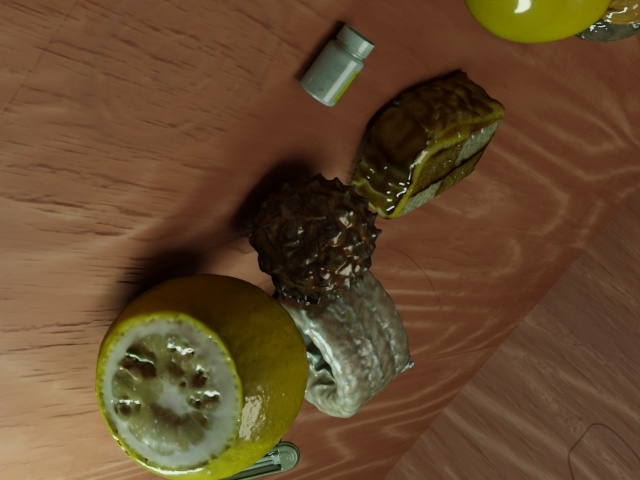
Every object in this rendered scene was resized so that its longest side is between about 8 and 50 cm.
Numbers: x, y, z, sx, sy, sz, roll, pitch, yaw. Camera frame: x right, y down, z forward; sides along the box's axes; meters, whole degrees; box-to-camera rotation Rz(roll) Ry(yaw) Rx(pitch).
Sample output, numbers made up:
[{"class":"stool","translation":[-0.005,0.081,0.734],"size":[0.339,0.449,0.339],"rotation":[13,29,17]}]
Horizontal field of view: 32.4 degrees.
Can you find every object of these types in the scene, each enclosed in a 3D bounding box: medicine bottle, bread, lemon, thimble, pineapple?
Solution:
[{"class":"medicine bottle","translation":[0.019,-0.190,1.197],"size":[0.083,0.047,0.047],"rotation":[-51,159,15]},{"class":"bread","translation":[0.150,-0.130,1.509],"size":[0.222,0.096,0.181],"rotation":[-29,157,-40]},{"class":"lemon","translation":[-0.127,0.153,1.292],"size":[0.240,0.240,0.219],"rotation":[-54,167,20]},{"class":"thimble","translation":[0.024,0.142,1.639],"size":[0.148,0.196,0.229],"rotation":[-39,129,-27]},{"class":"pineapple","translation":[0.000,0.000,1.369],"size":[0.166,0.166,0.193],"rotation":[-51,161,13]}]

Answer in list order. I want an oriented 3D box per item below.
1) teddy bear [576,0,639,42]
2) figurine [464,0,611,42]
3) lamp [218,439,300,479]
[{"class":"teddy bear","translation":[0.429,-0.374,1.553],"size":[0.177,0.140,0.190],"rotation":[-38,150,-14]},{"class":"figurine","translation":[0.300,-0.364,1.260],"size":[0.344,0.187,0.215],"rotation":[-43,173,-29]},{"class":"lamp","translation":[-0.155,0.324,1.786],"size":[0.203,0.124,0.283],"rotation":[-23,160,-4]}]
